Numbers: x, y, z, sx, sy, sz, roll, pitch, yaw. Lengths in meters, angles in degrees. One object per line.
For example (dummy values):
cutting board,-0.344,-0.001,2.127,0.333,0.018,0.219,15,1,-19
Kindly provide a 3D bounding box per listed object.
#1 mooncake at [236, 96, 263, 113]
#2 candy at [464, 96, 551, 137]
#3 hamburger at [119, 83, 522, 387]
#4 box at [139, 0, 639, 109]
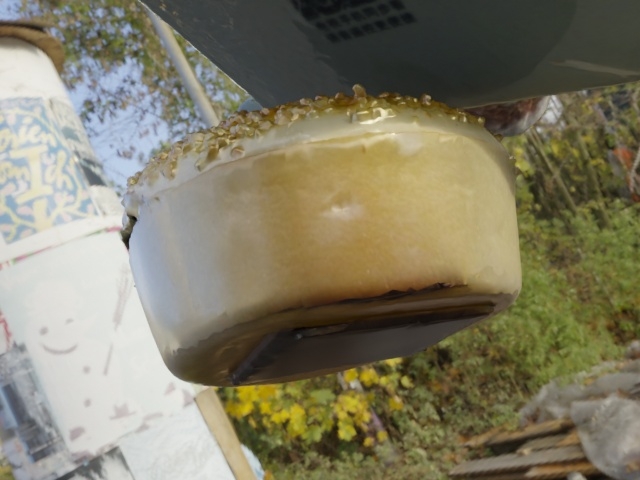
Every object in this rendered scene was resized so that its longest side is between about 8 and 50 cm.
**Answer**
mooncake,-0.033,-0.073,0.730,0.104,0.175,0.168,-20,13,-36
candy,0.202,-0.278,0.957,0.214,0.289,0.157,-35,-25,-3
hamburger,0.000,0.000,0.501,0.302,0.170,0.302,-12,-19,-4
box,0.002,-0.217,0.436,0.367,0.090,0.373,0,-28,44
